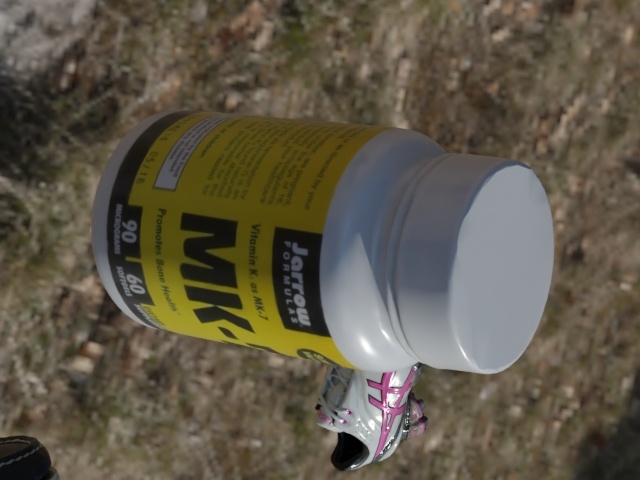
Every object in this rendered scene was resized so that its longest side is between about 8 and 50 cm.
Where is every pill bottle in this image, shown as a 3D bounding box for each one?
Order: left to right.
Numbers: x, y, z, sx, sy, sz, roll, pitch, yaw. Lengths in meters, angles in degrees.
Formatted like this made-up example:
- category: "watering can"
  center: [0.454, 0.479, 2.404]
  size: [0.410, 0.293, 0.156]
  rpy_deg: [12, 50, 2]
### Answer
- category: "pill bottle"
  center: [0.000, 0.000, 0.722]
  size: [0.119, 0.209, 0.119]
  rpy_deg: [-14, 108, -53]

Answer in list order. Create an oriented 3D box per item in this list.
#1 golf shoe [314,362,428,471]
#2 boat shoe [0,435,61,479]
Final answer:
- category: "golf shoe"
  center: [0.034, 0.116, 1.153]
  size: [0.086, 0.067, 0.186]
  rpy_deg: [-34, 139, -21]
- category: "boat shoe"
  center: [-0.315, 0.164, 0.968]
  size: [0.303, 0.114, 0.091]
  rpy_deg: [-12, 95, -40]
